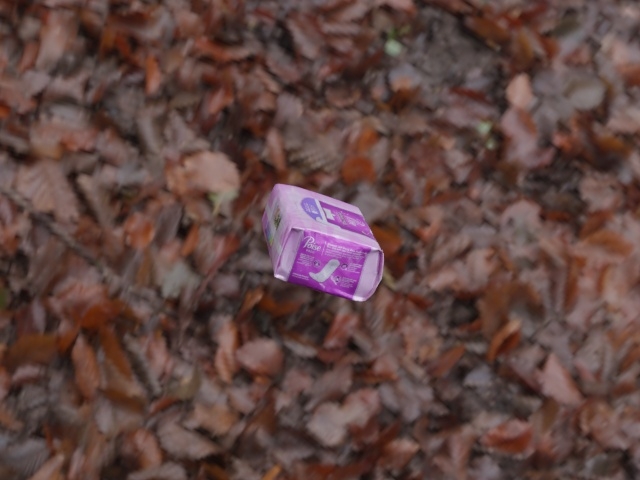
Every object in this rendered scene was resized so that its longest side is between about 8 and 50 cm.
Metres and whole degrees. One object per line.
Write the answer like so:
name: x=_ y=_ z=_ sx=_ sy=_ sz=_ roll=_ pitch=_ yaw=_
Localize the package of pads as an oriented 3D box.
package of pads: x=0.000 y=0.000 z=0.663 sx=0.050 sy=0.032 sz=0.083 roll=15 pitch=14 yaw=-12
